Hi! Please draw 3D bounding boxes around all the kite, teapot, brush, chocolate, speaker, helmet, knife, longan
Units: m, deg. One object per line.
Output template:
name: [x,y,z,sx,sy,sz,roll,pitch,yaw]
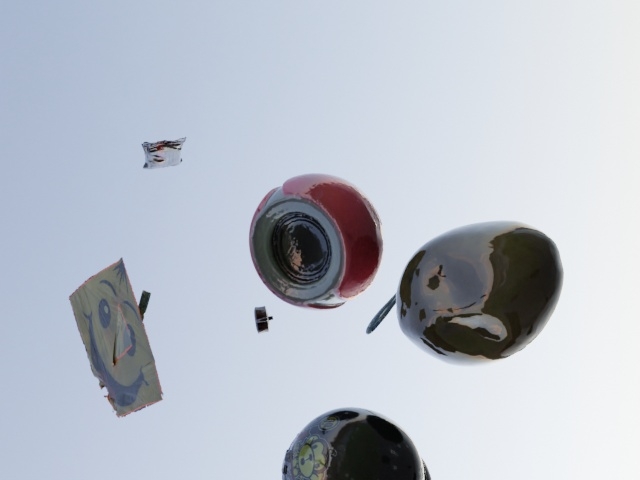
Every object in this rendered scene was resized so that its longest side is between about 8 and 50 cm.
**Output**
kite: [-0.388,0.174,1.380,0.013,0.377,0.327,-12,-54,-40]
teapot: [-0.138,0.193,1.802,0.100,0.045,0.067,136,123,-84]
brush: [-0.321,0.128,1.316,0.013,0.016,0.083,-79,8,-70]
chocolate: [-0.303,-0.164,1.419,0.086,0.182,0.028,-10,-100,-17]
speaker: [0.000,0.000,1.546,0.294,0.294,0.294,8,-100,-58]
helmet: [0.077,0.392,1.266,0.160,0.279,0.230,104,175,-50]
knife: [0.214,0.115,1.883,0.313,0.019,0.044,-50,-36,-8]
longan: [0.304,0.101,1.413,0.288,0.350,0.288,24,-129,-34]
